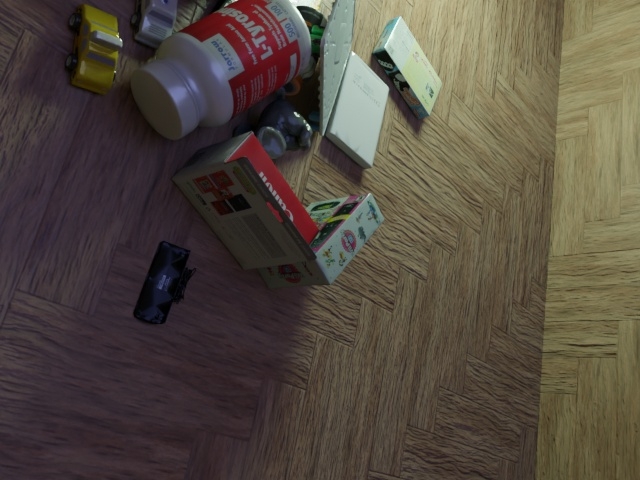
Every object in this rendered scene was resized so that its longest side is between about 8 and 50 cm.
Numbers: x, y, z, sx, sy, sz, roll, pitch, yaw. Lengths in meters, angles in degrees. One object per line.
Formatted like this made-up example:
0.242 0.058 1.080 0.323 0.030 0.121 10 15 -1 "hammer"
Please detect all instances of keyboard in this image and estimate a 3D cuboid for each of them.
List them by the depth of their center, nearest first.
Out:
-0.353 0.104 1.412 0.100 0.038 0.192 24 66 -18 "keyboard"

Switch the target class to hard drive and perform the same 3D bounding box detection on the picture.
0.123 -0.421 2.001 0.210 0.040 0.319 34 60 -39 "hard drive"

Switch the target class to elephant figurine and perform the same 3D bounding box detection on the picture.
-0.146 -0.246 1.610 0.239 0.169 0.186 -40 84 -27 "elephant figurine"

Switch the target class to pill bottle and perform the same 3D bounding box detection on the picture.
-0.231 -0.410 1.452 0.407 0.229 0.229 -42 115 -30 "pill bottle"
-0.067 -0.532 1.745 0.130 0.130 0.246 36 58 -38 "pill bottle"

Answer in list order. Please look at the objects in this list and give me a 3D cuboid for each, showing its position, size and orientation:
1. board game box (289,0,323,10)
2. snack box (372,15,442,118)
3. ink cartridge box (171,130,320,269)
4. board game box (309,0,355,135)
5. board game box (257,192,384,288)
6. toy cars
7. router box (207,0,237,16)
-0.056 -0.708 1.862 0.103 0.026 0.154 42 55 -35 "board game box"
0.322 -0.623 2.237 0.322 0.060 0.187 47 53 -32 "snack box"
-0.152 -0.089 1.475 0.309 0.271 0.130 55 48 -27 "ink cartridge box"
0.034 -0.564 1.751 0.390 0.050 0.390 91 14 -64 "board game box"
0.000 0.000 1.662 0.303 0.224 0.098 -49 120 -41 "board game box"
-0.424 -0.484 1.378 0.176 0.087 0.394 56 48 -26 "toy cars"
-0.214 -0.560 1.651 0.179 0.046 0.133 46 52 -33 "router box"
